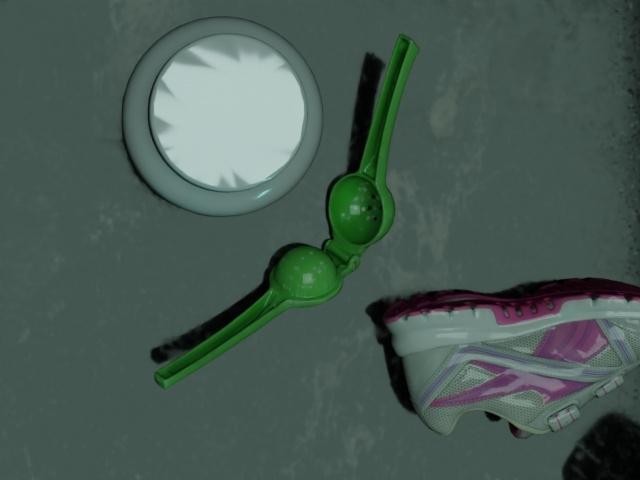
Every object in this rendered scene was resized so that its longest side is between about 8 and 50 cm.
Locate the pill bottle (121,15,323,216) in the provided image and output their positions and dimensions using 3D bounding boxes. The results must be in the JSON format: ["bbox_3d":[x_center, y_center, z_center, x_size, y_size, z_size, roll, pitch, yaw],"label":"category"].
[{"bbox_3d":[-0.071,-0.084,1.219,0.136,0.246,0.136,0,92,-6],"label":"pill bottle"}]

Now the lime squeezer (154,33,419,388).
[{"bbox_3d":[0.000,0.000,1.301,0.059,0.110,0.310,36,88,18],"label":"lime squeezer"}]

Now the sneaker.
[{"bbox_3d":[0.176,0.092,1.334,0.252,0.103,0.111,-4,97,0],"label":"sneaker"}]
